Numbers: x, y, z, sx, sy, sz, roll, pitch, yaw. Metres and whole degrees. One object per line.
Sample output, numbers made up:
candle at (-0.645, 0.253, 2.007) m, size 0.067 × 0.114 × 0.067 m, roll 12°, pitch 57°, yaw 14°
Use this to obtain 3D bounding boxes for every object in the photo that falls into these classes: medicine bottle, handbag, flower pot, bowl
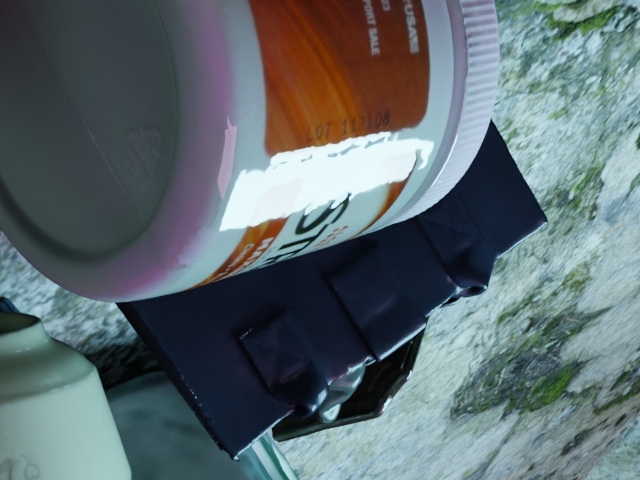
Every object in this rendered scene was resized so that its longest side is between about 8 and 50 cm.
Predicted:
medicine bottle at (-0.060, -0.107, 0.867) m, size 0.241 × 0.252 × 0.252 m, roll -18°, pitch 144°, yaw -43°
handbag at (0.000, 0.000, 1.128) m, size 0.326 × 0.269 × 0.118 m, roll -34°, pitch -170°, yaw -15°
flower pot at (-0.002, 0.075, 1.305) m, size 0.251 × 0.084 × 0.179 m, roll -26°, pitch -140°, yaw 58°
bowl at (-0.253, 0.121, 1.014) m, size 0.238 × 0.238 × 0.126 m, roll -10°, pitch 100°, yaw -50°

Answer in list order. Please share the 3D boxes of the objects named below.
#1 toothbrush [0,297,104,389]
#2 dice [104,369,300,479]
toothbrush at (-0.204, 0.139, 1.282) m, size 0.040 × 0.040 × 0.386 m, roll -40°, pitch 155°, yaw -8°
dice at (-0.144, 0.338, 1.302) m, size 0.330 × 0.348 × 0.328 m, roll -30°, pitch 159°, yaw 0°
